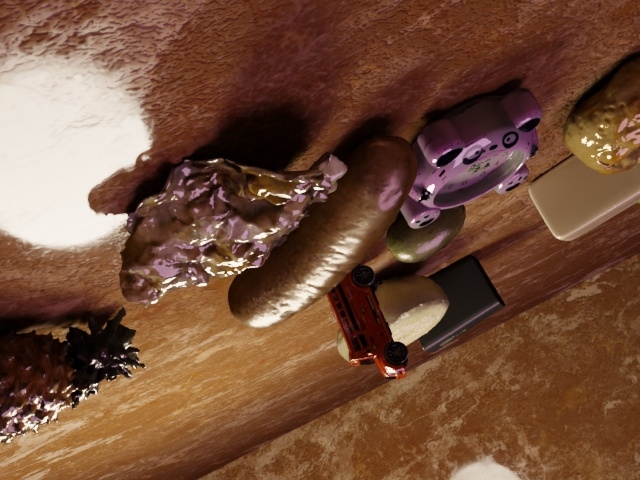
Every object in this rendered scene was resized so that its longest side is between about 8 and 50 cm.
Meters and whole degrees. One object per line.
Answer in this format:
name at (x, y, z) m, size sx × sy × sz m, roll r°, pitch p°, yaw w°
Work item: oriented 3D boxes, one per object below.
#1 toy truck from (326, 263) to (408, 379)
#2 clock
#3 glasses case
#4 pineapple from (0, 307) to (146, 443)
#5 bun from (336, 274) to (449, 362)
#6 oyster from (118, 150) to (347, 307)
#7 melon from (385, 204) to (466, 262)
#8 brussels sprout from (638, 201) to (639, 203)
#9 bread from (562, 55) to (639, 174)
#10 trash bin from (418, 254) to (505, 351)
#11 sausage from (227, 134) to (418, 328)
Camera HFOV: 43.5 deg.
toy truck at (0.090, 0.169, 1.616) m, size 0.114 × 0.252 × 0.107 m, roll -21°, pitch 162°, yaw -1°
clock at (0.230, -0.128, 1.243) m, size 0.228 × 0.090 × 0.248 m, roll -23°, pitch 160°, yaw -10°
glasses case at (0.592, -0.138, 1.601) m, size 0.336 × 0.144 × 0.076 m, roll -35°, pitch 160°, yaw 30°
pineapple at (-0.392, 0.200, 1.225) m, size 0.169 × 0.169 × 0.340 m, roll -38°, pitch 161°, yaw 34°
bun at (0.161, 0.172, 1.888) m, size 0.287 × 0.146 × 0.287 m, roll -25°, pitch 160°, yaw -10°
oyster at (-0.119, -0.023, 1.024) m, size 0.351 × 0.114 × 0.238 m, roll -31°, pitch 161°, yaw 16°
melon at (0.195, -0.022, 1.475) m, size 0.162 × 0.099 × 0.099 m, roll -33°, pitch 161°, yaw 13°
brussels sprout at (0.703, -0.162, 1.668) m, size 0.180 × 0.144 × 0.161 m, roll -46°, pitch 165°, yaw -15°
bread at (0.531, -0.206, 1.350) m, size 0.245 × 0.134 × 0.244 m, roll -25°, pitch 165°, yaw -7°
trash bin at (0.337, 0.160, 2.068) m, size 0.226 × 0.165 × 0.115 m, roll -33°, pitch 160°, yaw 14°
sausage at (0.003, 0.001, 1.248) m, size 0.136 × 0.123 × 0.501 m, roll 19°, pitch 140°, yaw -24°
